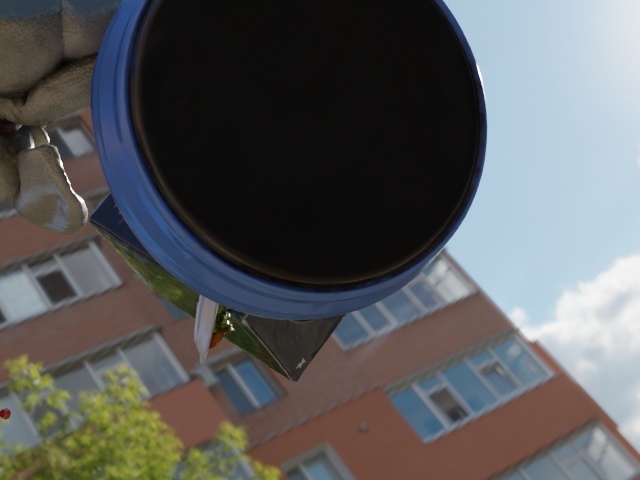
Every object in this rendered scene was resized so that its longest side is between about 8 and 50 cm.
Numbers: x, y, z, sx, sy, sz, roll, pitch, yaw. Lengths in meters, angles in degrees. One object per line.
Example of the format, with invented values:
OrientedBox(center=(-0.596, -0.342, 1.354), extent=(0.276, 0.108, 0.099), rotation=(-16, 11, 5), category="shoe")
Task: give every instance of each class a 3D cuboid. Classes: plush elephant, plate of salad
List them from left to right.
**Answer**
OrientedBox(center=(-0.320, -0.148, 1.089), extent=(0.330, 0.272, 0.255), rotation=(-60, -5, -49), category="plush elephant")
OrientedBox(center=(-0.135, 0.069, 1.451), extent=(0.048, 0.200, 0.200), rotation=(9, -47, -9), category="plate of salad")

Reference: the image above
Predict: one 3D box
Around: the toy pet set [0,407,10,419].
OrientedBox(center=(-0.500, 0.228, 1.446), extent=(0.114, 0.122, 0.065), rotation=(-48, -22, 4), category="toy pet set")

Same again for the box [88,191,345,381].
OrientedBox(center=(-0.174, 0.035, 1.981), extent=(0.212, 0.395, 0.293), rotation=(-52, -29, -14), category="box")

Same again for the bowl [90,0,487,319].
OrientedBox(center=(-0.016, -0.122, 1.022), extent=(0.391, 0.391, 0.077), rotation=(-25, 0, -24), category="bowl")

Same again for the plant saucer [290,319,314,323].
OrientedBox(center=(0.000, 0.000, 1.065), extent=(0.168, 0.029, 0.168), rotation=(-35, -41, -38), category="plant saucer")
